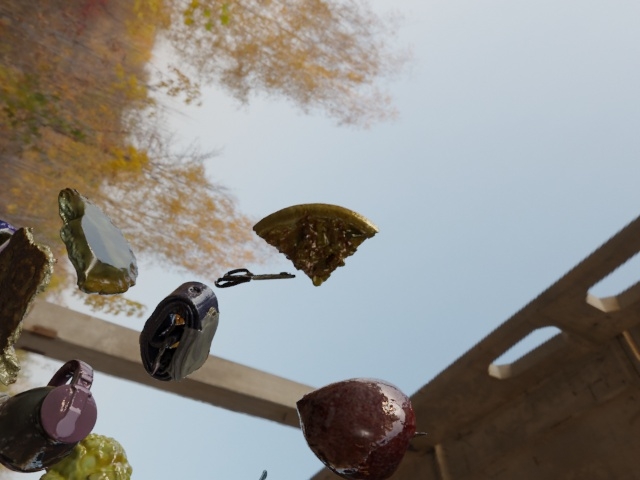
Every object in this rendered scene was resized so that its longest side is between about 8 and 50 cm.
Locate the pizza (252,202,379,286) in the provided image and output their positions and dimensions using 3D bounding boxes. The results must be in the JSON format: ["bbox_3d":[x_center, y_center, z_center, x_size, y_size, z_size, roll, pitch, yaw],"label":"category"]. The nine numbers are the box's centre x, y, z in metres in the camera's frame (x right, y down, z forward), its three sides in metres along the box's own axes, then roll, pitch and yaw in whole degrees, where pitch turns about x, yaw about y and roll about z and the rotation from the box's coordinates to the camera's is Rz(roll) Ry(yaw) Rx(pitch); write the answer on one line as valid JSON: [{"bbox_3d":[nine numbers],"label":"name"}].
[{"bbox_3d":[-0.016,-0.030,1.641,0.258,0.268,0.087,-46,-172,16],"label":"pizza"}]

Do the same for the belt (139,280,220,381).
[{"bbox_3d":[-0.318,0.208,1.304,0.230,0.140,0.126,-64,172,21],"label":"belt"}]

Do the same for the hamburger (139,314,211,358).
[{"bbox_3d":[-0.499,0.342,2.004,0.244,0.245,0.162,-105,-177,-54],"label":"hamburger"}]

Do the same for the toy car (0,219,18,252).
[{"bbox_3d":[-0.825,0.018,1.425,0.235,0.157,0.172,15,-130,31],"label":"toy car"}]

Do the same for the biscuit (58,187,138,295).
[{"bbox_3d":[-0.625,0.000,1.609,0.078,0.334,0.329,-32,-176,8],"label":"biscuit"}]

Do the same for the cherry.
[{"bbox_3d":[0.085,0.422,1.318,0.203,0.301,0.230,-68,174,-65],"label":"cherry"}]

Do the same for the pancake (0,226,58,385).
[{"bbox_3d":[-0.561,0.101,1.054,0.213,0.056,0.257,21,-95,38],"label":"pancake"}]

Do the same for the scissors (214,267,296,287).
[{"bbox_3d":[-0.189,0.108,1.709,0.300,0.022,0.109,-6,-158,38],"label":"scissors"}]

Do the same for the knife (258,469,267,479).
[{"bbox_3d":[-0.135,0.549,1.323,0.096,0.010,0.027,-41,122,-76],"label":"knife"}]

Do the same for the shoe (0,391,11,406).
[{"bbox_3d":[-0.877,0.503,1.371,0.172,0.198,0.350,62,46,-76],"label":"shoe"}]

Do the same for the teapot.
[{"bbox_3d":[-0.372,0.250,0.830,0.146,0.116,0.148,-28,-174,34],"label":"teapot"}]

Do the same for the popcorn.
[{"bbox_3d":[-0.601,0.636,1.524,0.195,0.255,0.255,122,-30,-69],"label":"popcorn"}]
